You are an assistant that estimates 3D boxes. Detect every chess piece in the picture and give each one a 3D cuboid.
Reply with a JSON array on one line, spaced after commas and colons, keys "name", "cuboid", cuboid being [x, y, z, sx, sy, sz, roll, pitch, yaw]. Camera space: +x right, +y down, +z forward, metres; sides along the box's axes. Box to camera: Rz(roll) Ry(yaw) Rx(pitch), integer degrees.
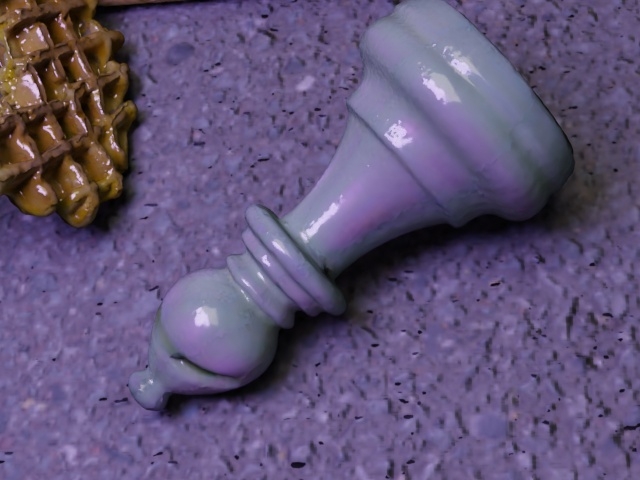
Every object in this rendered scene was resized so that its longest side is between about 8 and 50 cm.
[{"name": "chess piece", "cuboid": [0.000, 0.000, 0.727, 0.271, 0.139, 0.139, -42, 62, 1]}]

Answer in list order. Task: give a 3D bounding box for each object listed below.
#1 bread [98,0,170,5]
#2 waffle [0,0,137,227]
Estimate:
[{"name": "bread", "cuboid": [-0.026, -0.237, 0.891, 0.264, 0.163, 0.168, -20, 57, 37]}, {"name": "waffle", "cuboid": [-0.179, -0.102, 0.798, 0.051, 0.149, 0.194, -23, 59, 35]}]
